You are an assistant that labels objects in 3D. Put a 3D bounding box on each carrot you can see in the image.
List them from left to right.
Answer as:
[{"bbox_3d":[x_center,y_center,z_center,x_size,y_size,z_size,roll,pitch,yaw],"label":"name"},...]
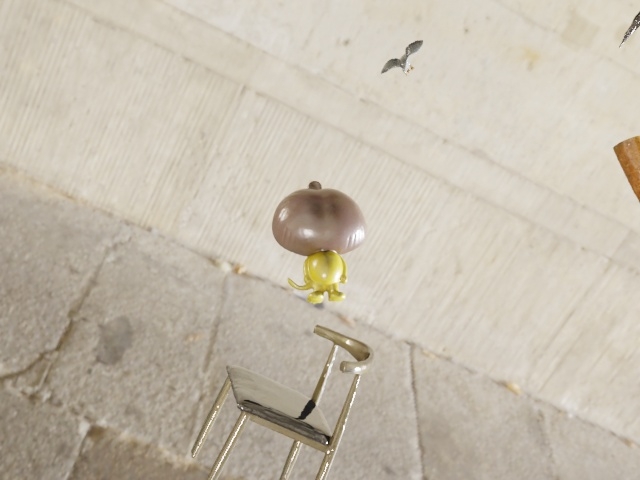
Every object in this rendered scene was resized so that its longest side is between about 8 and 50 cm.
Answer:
[{"bbox_3d":[0.614,-0.090,1.700,0.061,0.061,0.210,-6,73,-53],"label":"carrot"}]

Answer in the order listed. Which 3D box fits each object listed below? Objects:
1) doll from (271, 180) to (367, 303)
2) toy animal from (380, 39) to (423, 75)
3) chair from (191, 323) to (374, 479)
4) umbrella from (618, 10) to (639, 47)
[{"bbox_3d":[-0.009,0.001,1.394,0.145,0.188,0.096,19,-17,2],"label":"doll"},{"bbox_3d":[0.128,-0.269,1.398,0.028,0.084,0.050,18,42,-51],"label":"toy animal"},{"bbox_3d":[-0.055,0.241,1.281,0.166,0.272,0.188,26,4,-15],"label":"chair"},{"bbox_3d":[0.529,-0.372,1.509,0.022,0.122,0.013,42,19,15],"label":"umbrella"}]
